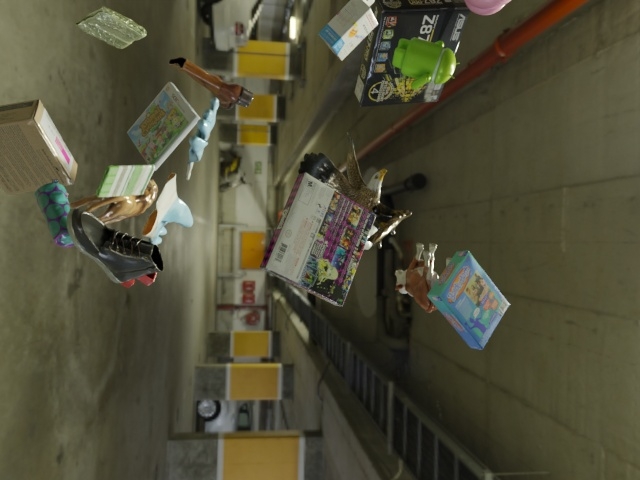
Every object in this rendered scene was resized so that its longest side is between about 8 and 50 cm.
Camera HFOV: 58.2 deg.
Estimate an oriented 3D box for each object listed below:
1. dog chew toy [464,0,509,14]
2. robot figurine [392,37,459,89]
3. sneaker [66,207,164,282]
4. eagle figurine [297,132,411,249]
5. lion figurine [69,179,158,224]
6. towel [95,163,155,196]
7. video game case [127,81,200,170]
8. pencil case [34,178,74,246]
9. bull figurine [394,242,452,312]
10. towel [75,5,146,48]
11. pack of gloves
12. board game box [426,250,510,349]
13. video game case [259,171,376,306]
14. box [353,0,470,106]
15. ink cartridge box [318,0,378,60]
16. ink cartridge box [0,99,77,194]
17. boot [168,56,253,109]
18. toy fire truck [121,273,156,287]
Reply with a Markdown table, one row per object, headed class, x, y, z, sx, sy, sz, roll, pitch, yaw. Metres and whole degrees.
| class | x | y | z | sx | sy | sz | roll | pitch | yaw |
| --- | --- | --- | --- | --- | --- | --- | --- | --- | --- |
| dog chew toy | 0.457 | -0.722 | 1.538 | 0.332 | 0.207 | 0.206 | 34 | 57 | -79 |
| robot figurine | 0.189 | -0.320 | 1.028 | 0.067 | 0.115 | 0.101 | 96 | 15 | -60 |
| sneaker | -0.425 | 0.001 | 1.210 | 0.222 | 0.118 | 0.083 | 64 | 18 | -49 |
| eagle figurine | 0.102 | -0.133 | 1.591 | 0.225 | 0.298 | 0.226 | -50 | 167 | 4 |
| lion figurine | -0.686 | -0.128 | 1.963 | 0.392 | 0.240 | 0.142 | -132 | -160 | -75 |
| towel | -0.553 | -0.173 | 1.632 | 0.023 | 0.152 | 0.113 | 47 | -59 | 23 |
| video game case | -0.474 | -0.344 | 1.722 | 0.193 | 0.212 | 0.023 | 51 | 13 | 31 |
| pencil case | -0.575 | -0.059 | 1.270 | 0.151 | 0.070 | 0.064 | 58 | -43 | 23 |
| bull figurine | 0.313 | 0.110 | 1.760 | 0.310 | 0.101 | 0.188 | -124 | -136 | -73 |
| towel | -0.531 | -0.539 | 1.464 | 0.148 | 0.110 | 0.027 | 13 | 65 | -58 |
| pack of gloves | -0.172 | -0.079 | 0.779 | 0.195 | 0.046 | 0.232 | -65 | -169 | -9 |
| board game box | 0.389 | 0.155 | 1.499 | 0.160 | 0.210 | 0.047 | -50 | -158 | -23 |
| video game case | 0.000 | 0.000 | 1.273 | 0.042 | 0.210 | 0.232 | -5 | -119 | 60 |
| box | 0.306 | -0.653 | 2.003 | 0.395 | 0.318 | 0.097 | 103 | -26 | -52 |
| ink cartridge box | 0.092 | -0.596 | 1.581 | 0.061 | 0.181 | 0.104 | 49 | 11 | 14 |
| ink cartridge box | -0.786 | -0.241 | 1.516 | 0.234 | 0.193 | 0.088 | 81 | 0 | -49 |
| boot | -0.412 | -0.557 | 2.045 | 0.264 | 0.280 | 0.096 | 37 | -76 | 56 |
| toy fire truck | -0.528 | 0.066 | 1.661 | 0.047 | 0.135 | 0.192 | 40 | 28 | -36 |
